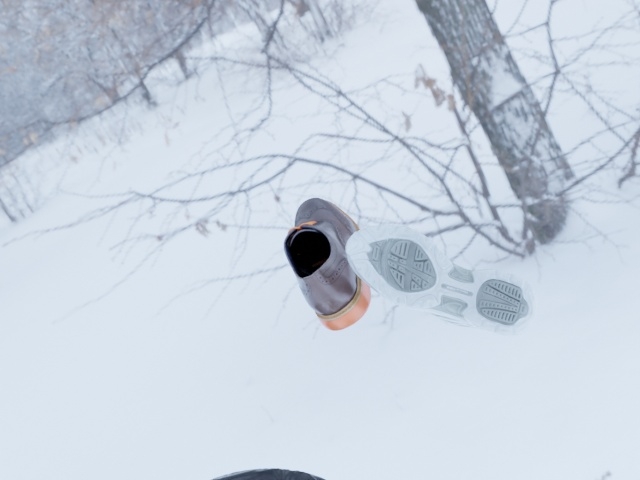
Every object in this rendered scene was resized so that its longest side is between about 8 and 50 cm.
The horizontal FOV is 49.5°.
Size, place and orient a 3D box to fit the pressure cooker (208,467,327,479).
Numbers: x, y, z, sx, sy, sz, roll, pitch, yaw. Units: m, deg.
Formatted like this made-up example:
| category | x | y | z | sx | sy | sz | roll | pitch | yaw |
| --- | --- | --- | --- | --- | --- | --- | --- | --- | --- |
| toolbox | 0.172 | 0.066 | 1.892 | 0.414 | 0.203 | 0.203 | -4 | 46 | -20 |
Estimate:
| category | x | y | z | sx | sy | sz | roll | pitch | yaw |
| --- | --- | --- | --- | --- | --- | --- | --- | --- | --- |
| pressure cooker | -0.092 | 0.619 | 1.060 | 0.370 | 0.420 | 0.375 | 9 | 20 | 36 |

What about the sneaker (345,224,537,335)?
| category | x | y | z | sx | sy | sz | roll | pitch | yaw |
| --- | --- | --- | --- | --- | --- | --- | --- | --- | --- |
| sneaker | 0.133 | 0.058 | 0.839 | 0.115 | 0.232 | 0.090 | 114 | -179 | -76 |

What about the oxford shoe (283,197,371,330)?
| category | x | y | z | sx | sy | sz | roll | pitch | yaw |
| --- | --- | --- | --- | --- | --- | --- | --- | --- | --- |
| oxford shoe | 0.000 | 0.000 | 0.933 | 0.097 | 0.098 | 0.271 | -33 | 31 | 9 |
